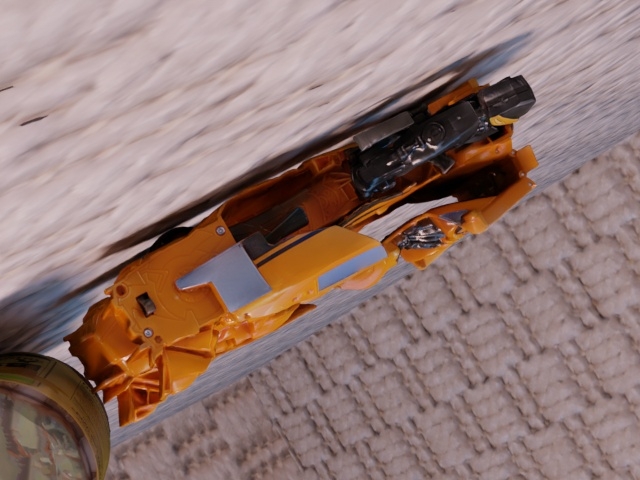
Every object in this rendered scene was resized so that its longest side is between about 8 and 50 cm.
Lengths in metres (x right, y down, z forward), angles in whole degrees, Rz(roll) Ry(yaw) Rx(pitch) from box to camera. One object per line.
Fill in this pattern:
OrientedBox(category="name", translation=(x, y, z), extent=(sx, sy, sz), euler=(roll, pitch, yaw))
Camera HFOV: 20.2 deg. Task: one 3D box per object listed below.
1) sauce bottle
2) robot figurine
OrientedBox(category="sauce bottle", translation=(-0.179, 0.123, 1.054), extent=(0.111, 0.111, 0.344), euler=(-29, -177, -5))
OrientedBox(category="robot figurine", translation=(0.000, 0.000, 1.033), extent=(0.291, 0.085, 0.211), euler=(-28, 176, -21))
